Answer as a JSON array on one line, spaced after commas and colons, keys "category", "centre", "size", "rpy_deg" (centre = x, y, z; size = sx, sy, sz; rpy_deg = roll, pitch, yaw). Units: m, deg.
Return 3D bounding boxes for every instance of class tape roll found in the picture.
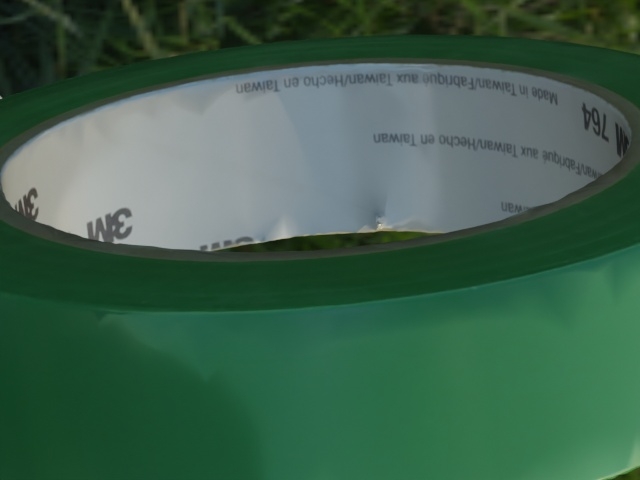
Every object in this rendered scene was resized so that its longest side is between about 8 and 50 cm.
[{"category": "tape roll", "centre": [0.000, 0.000, 0.712], "size": [0.321, 0.321, 0.077], "rpy_deg": [-19, 114, -34]}]

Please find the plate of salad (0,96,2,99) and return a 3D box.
[{"category": "plate of salad", "centre": [-0.267, -0.016, 1.233], "size": [0.200, 0.048, 0.200], "rpy_deg": [-44, 155, -27]}]
